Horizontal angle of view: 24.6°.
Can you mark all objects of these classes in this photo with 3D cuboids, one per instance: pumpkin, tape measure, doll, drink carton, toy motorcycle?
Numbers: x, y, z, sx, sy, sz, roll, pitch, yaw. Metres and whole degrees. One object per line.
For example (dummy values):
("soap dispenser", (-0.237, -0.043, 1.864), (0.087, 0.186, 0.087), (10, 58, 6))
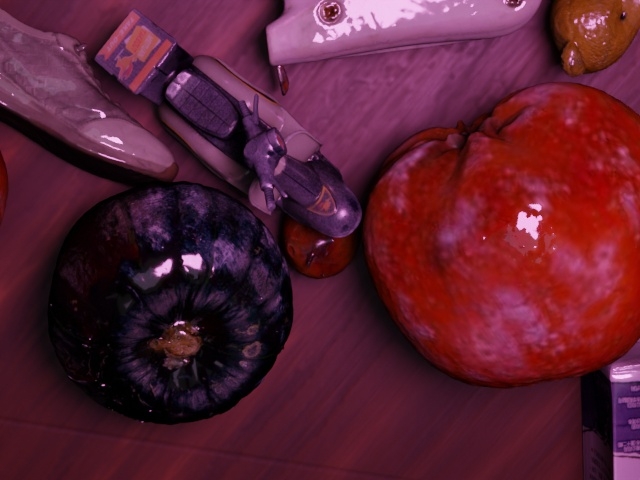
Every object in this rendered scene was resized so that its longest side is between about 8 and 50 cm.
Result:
("pumpkin", (-0.139, 0.060, 1.356), (0.233, 0.163, 0.233), (-5, 119, -9))
("tape measure", (0.066, -0.278, 1.338), (0.258, 0.130, 0.265), (-8, 100, 0))
("doll", (0.265, -0.256, 1.351), (0.097, 0.137, 0.209), (13, 108, 36))
("drink carton", (0.314, 0.211, 1.430), (0.101, 0.134, 0.222), (-3, 100, -5))
("toy motorcycle", (-0.070, -0.093, 1.322), (0.263, 0.157, 0.091), (40, 94, 24))

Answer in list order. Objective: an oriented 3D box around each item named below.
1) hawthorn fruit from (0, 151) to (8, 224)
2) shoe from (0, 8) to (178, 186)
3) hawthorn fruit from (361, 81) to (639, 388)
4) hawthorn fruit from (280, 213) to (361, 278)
("hawthorn fruit", (-0.361, -0.052, 1.340), (0.169, 0.169, 0.188), (-43, 106, 4))
("shoe", (-0.246, -0.140, 1.359), (0.275, 0.103, 0.098), (33, 82, -10))
("hawthorn fruit", (0.178, -0.005, 1.334), (0.284, 0.284, 0.284), (-1, 100, -3))
("hawthorn fruit", (0.000, 0.000, 1.396), (0.081, 0.093, 0.081), (-1, 102, -2))
